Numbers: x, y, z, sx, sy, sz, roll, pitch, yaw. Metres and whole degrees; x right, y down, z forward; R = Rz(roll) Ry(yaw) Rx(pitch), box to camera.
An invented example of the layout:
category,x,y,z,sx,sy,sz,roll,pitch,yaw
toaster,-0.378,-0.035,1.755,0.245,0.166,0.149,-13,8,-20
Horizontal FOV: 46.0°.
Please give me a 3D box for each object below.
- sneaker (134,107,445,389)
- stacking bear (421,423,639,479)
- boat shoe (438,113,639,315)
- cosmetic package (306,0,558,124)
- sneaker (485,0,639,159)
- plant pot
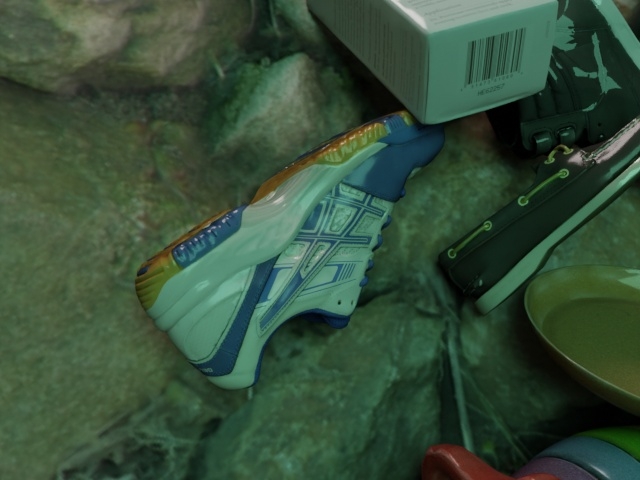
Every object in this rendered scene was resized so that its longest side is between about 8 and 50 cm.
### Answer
category,x,y,z,sx,sy,sz,roll,pitch,yaw
sneaker,0.000,0.000,0.617,0.296,0.112,0.131,-36,100,-18
stacking bear,0.250,0.202,0.562,0.289,0.175,0.164,-12,91,-24
boat shoe,0.197,-0.037,0.628,0.228,0.081,0.068,-45,75,10
cosmetic package,0.082,-0.201,0.644,0.117,0.085,0.231,-17,44,-16
sneaker,0.257,-0.097,0.698,0.147,0.104,0.295,-42,94,-3
plant pot,0.277,0.085,0.598,0.236,0.236,0.032,2,115,-11
